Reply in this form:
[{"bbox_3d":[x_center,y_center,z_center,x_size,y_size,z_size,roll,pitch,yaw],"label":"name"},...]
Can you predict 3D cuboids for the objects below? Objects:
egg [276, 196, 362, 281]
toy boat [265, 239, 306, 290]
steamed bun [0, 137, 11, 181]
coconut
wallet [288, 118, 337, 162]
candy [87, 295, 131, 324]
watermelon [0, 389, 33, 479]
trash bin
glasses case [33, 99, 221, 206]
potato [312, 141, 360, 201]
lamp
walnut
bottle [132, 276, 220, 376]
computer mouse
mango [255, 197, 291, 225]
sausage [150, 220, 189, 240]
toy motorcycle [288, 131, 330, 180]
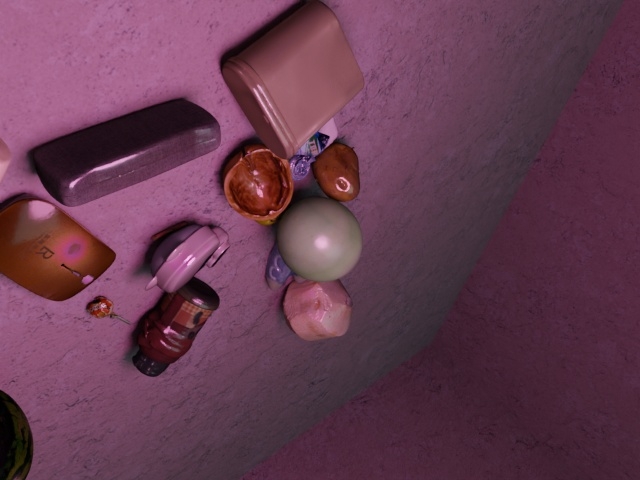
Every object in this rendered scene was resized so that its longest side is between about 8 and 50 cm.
[{"bbox_3d":[0.000,0.000,1.589,0.220,0.220,0.269,-46,157,-4],"label":"egg"},{"bbox_3d":[-0.035,0.029,1.818,0.215,0.123,0.329,-8,134,-50],"label":"toy boat"},{"bbox_3d":[-0.577,-0.093,0.819,0.200,0.155,0.250,-53,159,16],"label":"steamed bun"},{"bbox_3d":[0.000,0.214,1.982,0.241,0.241,0.241,-35,151,-24],"label":"coconut"},{"bbox_3d":[-0.035,-0.255,1.536,0.183,0.032,0.124,-40,146,-11],"label":"wallet"},{"bbox_3d":[-0.493,0.178,1.441,0.056,0.049,0.184,-15,157,2],"label":"candy"},{"bbox_3d":[-0.709,0.413,1.162,0.285,0.285,0.285,-35,151,-24],"label":"watermelon"},{"bbox_3d":[-0.050,-0.336,1.264,0.247,0.121,0.243,-45,129,-15],"label":"trash bin"},{"bbox_3d":[-0.341,-0.165,1.094,0.323,0.131,0.074,-29,139,-32],"label":"glasses case"},{"bbox_3d":[0.043,-0.179,1.614,0.137,0.175,0.137,1,138,1],"label":"potato"},{"bbox_3d":[-0.310,0.027,1.419,0.179,0.108,0.246,-43,177,30],"label":"lamp"},{"bbox_3d":[-0.156,-0.147,1.432,0.167,0.087,0.211,-27,136,-12],"label":"walnut"},{"bbox_3d":[-0.378,0.226,1.554,0.156,0.143,0.271,28,101,-36],"label":"bottle"},{"bbox_3d":[-0.513,0.027,1.167,0.158,0.072,0.310,-41,153,-9],"label":"computer mouse"},{"bbox_3d":[-0.133,-0.084,1.580,0.091,0.074,0.165,-59,164,7],"label":"mango"},{"bbox_3d":[-0.349,-0.023,1.401,0.100,0.015,0.015,-29,148,-32],"label":"sausage"},{"bbox_3d":[-0.048,-0.265,1.421,0.136,0.092,0.254,-36,132,-21],"label":"toy motorcycle"}]
